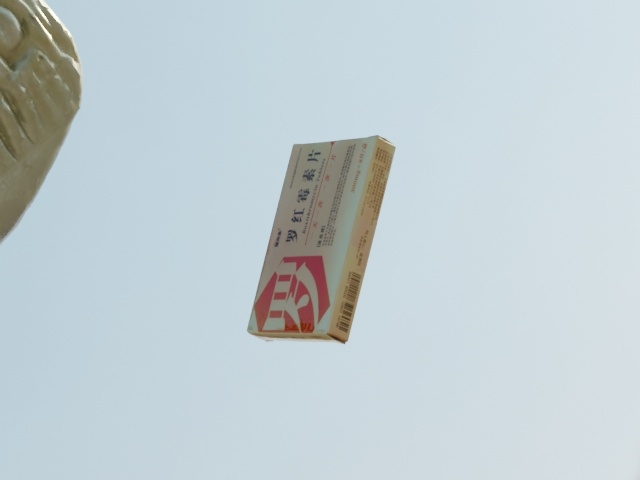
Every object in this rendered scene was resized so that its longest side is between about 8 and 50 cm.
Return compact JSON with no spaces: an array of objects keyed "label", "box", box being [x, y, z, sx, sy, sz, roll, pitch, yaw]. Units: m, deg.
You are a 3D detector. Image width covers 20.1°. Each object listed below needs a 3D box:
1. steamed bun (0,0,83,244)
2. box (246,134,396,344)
[{"label":"steamed bun","box":[-0.363,-0.079,1.115,0.394,0.347,0.237,-16,11,-41]},{"label":"box","box":[0.000,0.000,0.803,0.015,0.093,0.058,25,-17,-38]}]
